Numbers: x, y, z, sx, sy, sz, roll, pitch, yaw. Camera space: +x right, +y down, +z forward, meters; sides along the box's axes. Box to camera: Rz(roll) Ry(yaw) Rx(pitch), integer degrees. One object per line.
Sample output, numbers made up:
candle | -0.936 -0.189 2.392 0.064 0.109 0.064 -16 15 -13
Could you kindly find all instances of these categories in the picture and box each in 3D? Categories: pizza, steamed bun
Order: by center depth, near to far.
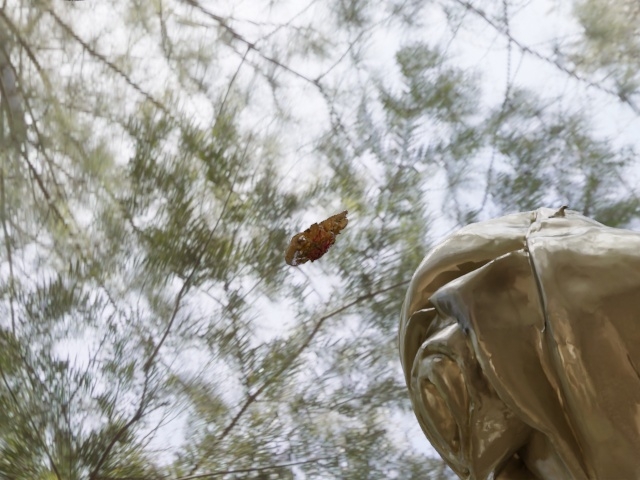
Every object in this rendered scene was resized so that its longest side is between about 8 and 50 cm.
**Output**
pizza | 0.000 0.001 0.999 0.078 0.083 0.025 -35 -102 -3
steamed bun | 0.228 0.138 1.168 0.255 0.367 0.343 -8 -72 -26
